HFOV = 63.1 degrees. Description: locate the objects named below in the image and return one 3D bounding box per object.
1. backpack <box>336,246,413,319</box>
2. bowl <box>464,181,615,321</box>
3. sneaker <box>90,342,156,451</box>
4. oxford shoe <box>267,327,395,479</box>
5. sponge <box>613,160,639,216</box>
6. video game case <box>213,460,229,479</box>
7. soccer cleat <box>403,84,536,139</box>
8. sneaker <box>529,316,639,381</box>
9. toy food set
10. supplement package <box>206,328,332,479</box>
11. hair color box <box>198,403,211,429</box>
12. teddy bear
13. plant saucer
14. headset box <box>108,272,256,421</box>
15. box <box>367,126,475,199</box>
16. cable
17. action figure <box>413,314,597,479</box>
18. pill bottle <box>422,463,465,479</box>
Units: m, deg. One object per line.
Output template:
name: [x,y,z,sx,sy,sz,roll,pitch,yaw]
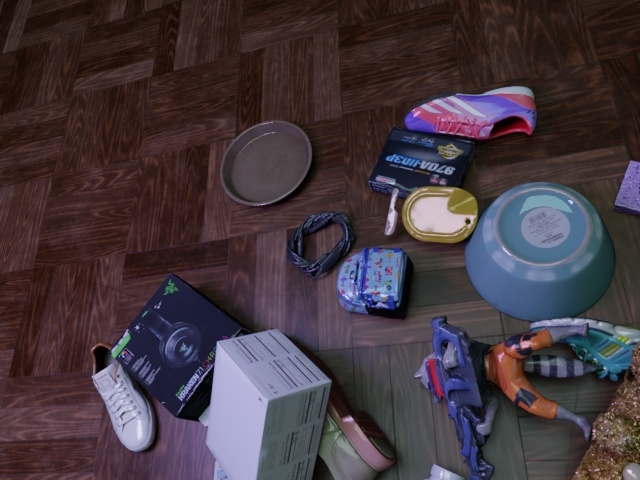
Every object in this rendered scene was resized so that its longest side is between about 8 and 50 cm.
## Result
backpack: [0.114,0.092,1.200,0.174,0.117,0.158,4,68,24]
bowl: [0.458,0.000,1.096,0.312,0.163,0.311,-8,64,17]
sneaker: [-0.501,0.380,1.276,0.106,0.123,0.290,-34,62,0]
oxford shoe: [-0.023,0.355,1.118,0.146,0.140,0.397,-48,57,6]
sponge: [0.753,-0.089,1.109,0.210,0.031,0.117,21,75,26]
video game case: [-0.145,0.541,1.096,0.184,0.023,0.201,-18,40,11]
soccer cleat: [0.368,-0.300,1.295,0.319,0.108,0.116,-5,64,13]
sneaker: [0.547,0.212,1.008,0.276,0.107,0.109,13,82,24]
toy food set: [0.268,-0.062,1.223,0.218,0.071,0.128,7,96,32]
supplement package: [-0.113,0.348,1.043,0.204,0.145,0.261,33,120,46]
hair color box: [-0.190,0.380,1.209,0.093,0.053,0.167,36,83,27]
teddy bear: [0.548,0.295,0.872,0.113,0.245,0.337,27,86,43]
plant saucer: [-0.150,-0.214,1.470,0.278,0.041,0.277,-8,64,16]
headset box: [-0.331,0.251,1.270,0.283,0.131,0.246,32,79,28]
box: [0.254,-0.184,1.311,0.220,0.051,0.175,18,74,25]
cable: [0.000,0.000,1.325,0.151,0.047,0.184,38,85,34]
action figure: [0.347,0.293,1.015,0.331,0.179,0.340,-2,101,35]
pill bottle: [0.220,0.512,0.990,0.086,0.086,0.151,18,73,25]
